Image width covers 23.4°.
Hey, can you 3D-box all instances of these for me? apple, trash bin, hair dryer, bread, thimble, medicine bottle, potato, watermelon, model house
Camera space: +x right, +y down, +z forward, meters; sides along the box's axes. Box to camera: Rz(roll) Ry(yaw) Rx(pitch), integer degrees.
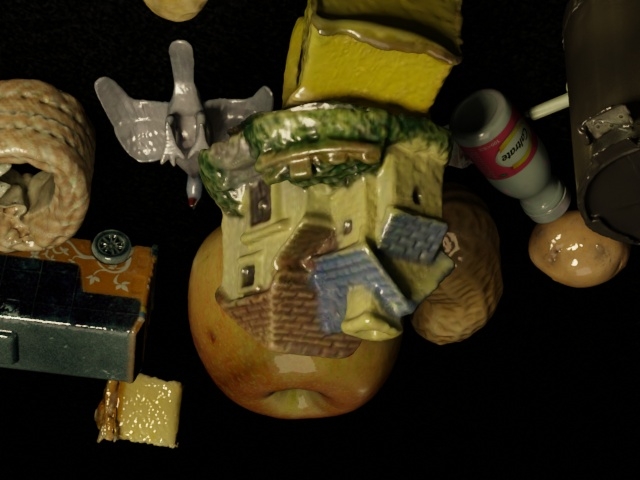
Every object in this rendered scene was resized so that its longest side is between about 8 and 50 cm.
[{"bbox_3d":[-0.037,0.113,2.231,0.319,0.277,0.319,2,143,1],"label":"apple"},{"bbox_3d":[0.399,-0.162,1.836,0.252,0.301,0.203,33,133,-30],"label":"trash bin"},{"bbox_3d":[0.318,-0.178,2.039,0.124,0.038,0.063,-21,135,36],"label":"hair dryer"},{"bbox_3d":[-0.312,0.290,2.641,0.147,0.127,0.152,11,174,-11],"label":"bread"},{"bbox_3d":[-0.403,-0.102,2.103,0.196,0.148,0.229,-5,143,7],"label":"thimble"},{"bbox_3d":[0.261,-0.109,2.079,0.090,0.090,0.217,-21,136,27],"label":"medicine bottle"},{"bbox_3d":[0.372,0.013,2.213,0.147,0.112,0.112,8,141,5],"label":"potato"},{"bbox_3d":[0.180,-0.117,2.098,0.085,0.061,0.085,-3,135,-3],"label":"watermelon"},{"bbox_3d":[0.000,0.000,1.925,0.261,0.266,0.321,11,161,-37],"label":"model house"},{"bbox_3d":[0.056,-0.214,1.898,0.193,0.174,0.234,9,135,-10],"label":"model house"}]

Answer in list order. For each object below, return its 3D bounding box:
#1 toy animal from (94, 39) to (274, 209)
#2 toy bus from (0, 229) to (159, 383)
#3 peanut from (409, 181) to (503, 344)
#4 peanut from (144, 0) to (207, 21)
[{"bbox_3d":[-0.183,-0.151,2.079,0.239,0.176,0.255,1,107,-2],"label":"toy animal"},{"bbox_3d":[-0.412,0.091,2.299,0.324,0.194,0.162,7,142,-4],"label":"toy bus"},{"bbox_3d":[0.187,0.045,2.233,0.153,0.140,0.325,-23,144,-17],"label":"peanut"},{"bbox_3d":[-0.161,-0.369,1.778,0.125,0.111,0.274,-2,141,0],"label":"peanut"}]
